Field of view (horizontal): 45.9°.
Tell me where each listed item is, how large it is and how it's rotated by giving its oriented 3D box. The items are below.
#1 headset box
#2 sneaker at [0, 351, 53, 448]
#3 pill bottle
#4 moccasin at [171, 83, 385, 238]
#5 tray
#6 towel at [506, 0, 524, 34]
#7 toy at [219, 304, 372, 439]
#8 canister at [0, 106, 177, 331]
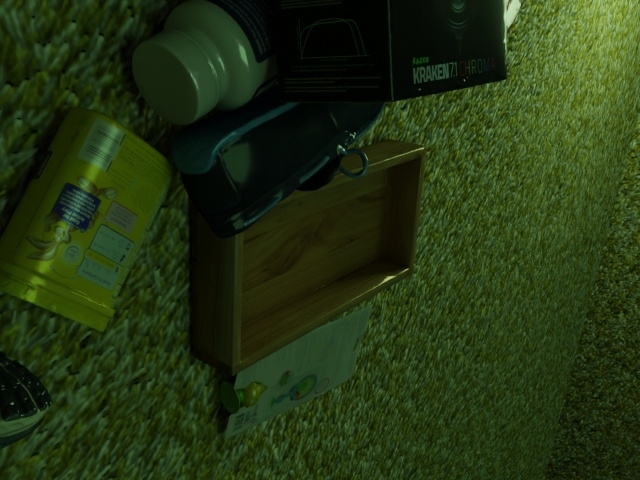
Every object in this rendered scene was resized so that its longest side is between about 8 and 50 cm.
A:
[{"bbox_3d":[0.073,-0.286,0.727,0.246,0.131,0.282,-21,113,-50],"label":"headset box"},{"bbox_3d":[-0.341,0.158,0.563,0.283,0.110,0.122,-6,127,-52],"label":"sneaker"},{"bbox_3d":[-0.088,-0.192,0.740,0.187,0.112,0.112,-43,137,-38],"label":"pill bottle"},{"bbox_3d":[-0.035,-0.106,0.826,0.342,0.138,0.116,-34,119,-45],"label":"moccasin"},{"bbox_3d":[0.000,0.000,0.997,0.411,0.076,0.202,-22,123,-49],"label":"tray"},{"bbox_3d":[0.277,-0.462,1.226,0.237,0.037,0.329,-60,145,-17],"label":"towel"},{"bbox_3d":[-0.039,0.164,1.025,0.237,0.056,0.136,-21,135,-43],"label":"toy"},{"bbox_3d":[-0.210,-0.018,0.676,0.126,0.073,0.169,41,69,-55],"label":"canister"}]
